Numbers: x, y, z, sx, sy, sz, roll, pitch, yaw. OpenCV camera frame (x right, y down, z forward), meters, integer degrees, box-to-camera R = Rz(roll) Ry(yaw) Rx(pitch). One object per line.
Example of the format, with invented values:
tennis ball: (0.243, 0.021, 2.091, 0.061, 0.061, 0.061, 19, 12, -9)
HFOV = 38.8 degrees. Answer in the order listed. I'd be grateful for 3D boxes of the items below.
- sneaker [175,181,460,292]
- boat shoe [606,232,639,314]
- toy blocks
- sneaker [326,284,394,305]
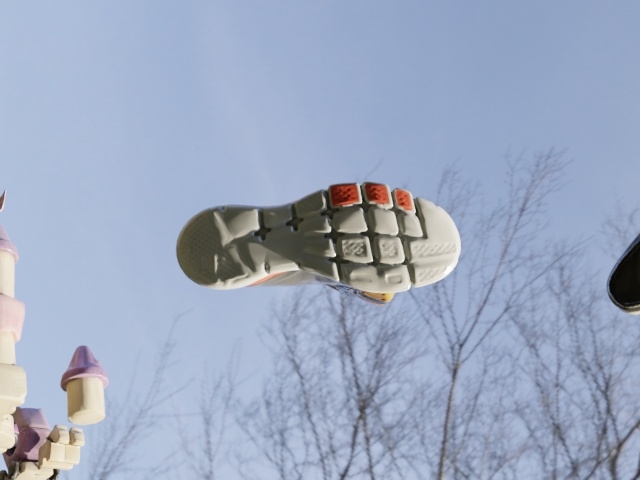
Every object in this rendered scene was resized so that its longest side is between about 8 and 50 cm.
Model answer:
sneaker: (0.000, 0.000, 0.524, 0.158, 0.065, 0.061, 1, -95, 4)
boat shoe: (0.379, -0.015, 0.926, 0.233, 0.079, 0.084, -46, -122, 22)
toy blocks: (-0.422, 0.124, 1.091, 0.289, 0.309, 0.260, -39, -130, 34)
sneaker: (0.045, 0.003, 1.160, 0.112, 0.296, 0.131, 27, -93, -8)
